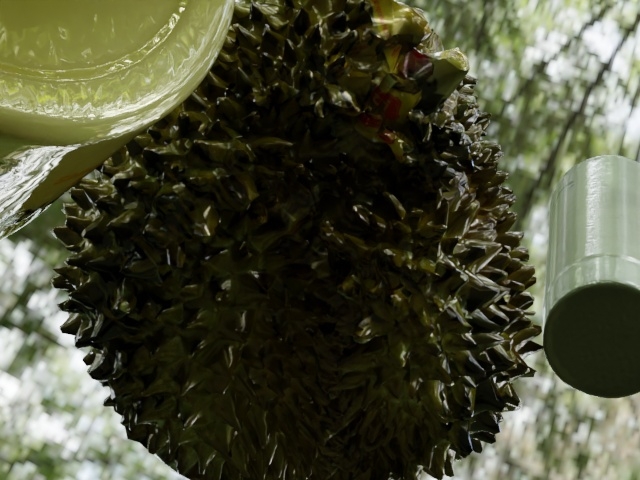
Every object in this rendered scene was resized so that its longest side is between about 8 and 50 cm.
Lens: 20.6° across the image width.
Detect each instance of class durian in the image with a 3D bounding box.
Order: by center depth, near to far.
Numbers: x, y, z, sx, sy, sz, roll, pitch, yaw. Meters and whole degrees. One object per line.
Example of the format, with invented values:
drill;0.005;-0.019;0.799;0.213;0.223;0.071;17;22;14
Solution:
durian;-0.010;0.000;0.921;0.258;0.258;0.293;3;-45;20

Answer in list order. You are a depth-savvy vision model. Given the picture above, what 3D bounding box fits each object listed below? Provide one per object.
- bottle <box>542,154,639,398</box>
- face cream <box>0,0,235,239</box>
bottle;0.164;0.016;1.008;0.072;0.201;0.072;3;-68;8
face cream;-0.168;-0.104;0.698;0.218;0.218;0.179;41;-42;-17
